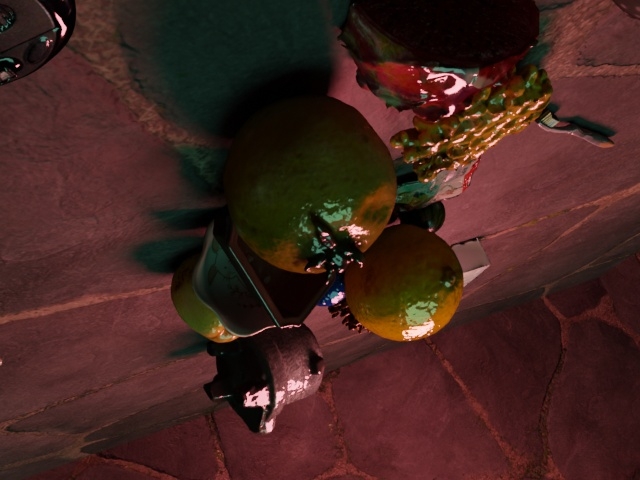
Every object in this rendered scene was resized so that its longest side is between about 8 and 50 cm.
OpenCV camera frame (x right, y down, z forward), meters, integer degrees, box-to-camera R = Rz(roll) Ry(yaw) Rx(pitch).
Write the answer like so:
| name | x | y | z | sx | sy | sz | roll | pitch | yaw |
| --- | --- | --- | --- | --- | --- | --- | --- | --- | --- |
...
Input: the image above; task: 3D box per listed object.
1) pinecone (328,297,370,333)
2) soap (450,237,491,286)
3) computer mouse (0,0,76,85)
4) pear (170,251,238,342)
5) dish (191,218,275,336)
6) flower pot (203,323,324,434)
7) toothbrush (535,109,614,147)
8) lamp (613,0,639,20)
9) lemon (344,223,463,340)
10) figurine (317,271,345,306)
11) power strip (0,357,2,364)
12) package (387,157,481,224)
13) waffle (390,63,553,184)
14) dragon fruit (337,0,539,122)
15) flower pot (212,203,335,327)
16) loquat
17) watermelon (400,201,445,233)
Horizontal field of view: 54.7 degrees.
| name | x | y | z | sx | sy | sz | roll | pitch | yaw |
| --- | --- | --- | --- | --- | --- | --- | --- | --- | --- |
| pinecone | 0.096 | 0.161 | 1.617 | 0.173 | 0.173 | 0.173 | -19 | 160 | -7 |
| soap | 0.393 | 0.089 | 1.836 | 0.145 | 0.091 | 0.230 | -15 | 160 | -17 |
| computer mouse | -0.301 | -0.172 | 0.458 | 0.233 | 0.096 | 0.137 | -18 | 155 | 4 |
| pear | -0.198 | 0.108 | 1.177 | 0.178 | 0.178 | 0.178 | -19 | 160 | -7 |
| dish | -0.132 | 0.054 | 1.088 | 0.229 | 0.229 | 0.081 | -7 | 180 | -35 |
| flower pot | -0.160 | 0.376 | 1.714 | 0.283 | 0.299 | 0.299 | -8 | 157 | -42 |
| toothbrush | 0.530 | -0.221 | 1.267 | 0.375 | 0.028 | 0.037 | 2 | 142 | -47 |
| lamp | 0.418 | -0.336 | 0.704 | 0.182 | 0.182 | 0.314 | -34 | 177 | 32 |
| lemon | 0.173 | 0.089 | 1.308 | 0.267 | 0.267 | 0.267 | -19 | 160 | -7 |
| figurine | 0.029 | 0.095 | 1.438 | 0.262 | 0.121 | 0.164 | 0 | 148 | -50 |
| power strip | -0.707 | 0.204 | 1.021 | 0.062 | 0.091 | 0.385 | -33 | 158 | 22 |
| package | 0.210 | -0.096 | 1.250 | 0.232 | 0.040 | 0.166 | -18 | 158 | -11 |
| waffle | 0.249 | -0.177 | 0.978 | 0.260 | 0.069 | 0.293 | -29 | 170 | 16 |
| dragon fruit | 0.156 | -0.210 | 0.771 | 0.274 | 0.126 | 0.161 | -13 | 158 | -21 |
| flower pot | -0.079 | 0.010 | 0.997 | 0.179 | 0.084 | 0.251 | -51 | 132 | -31 |
| loquat | -0.012 | -0.065 | 0.814 | 0.244 | 0.244 | 0.244 | -19 | 160 | -7 |
| watermelon | 0.233 | -0.042 | 1.374 | 0.105 | 0.062 | 0.105 | -17 | 155 | -8 |
